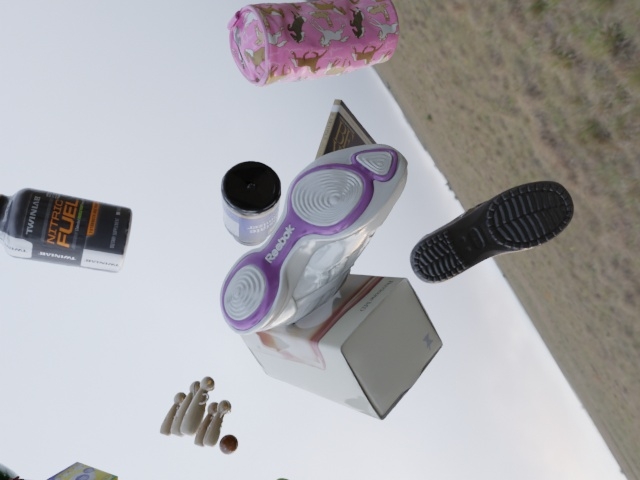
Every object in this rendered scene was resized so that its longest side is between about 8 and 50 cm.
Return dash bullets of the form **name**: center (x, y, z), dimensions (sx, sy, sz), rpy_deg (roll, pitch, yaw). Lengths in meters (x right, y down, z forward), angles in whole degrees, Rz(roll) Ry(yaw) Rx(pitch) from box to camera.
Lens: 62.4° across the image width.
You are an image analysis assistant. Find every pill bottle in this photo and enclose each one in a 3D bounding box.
- **pill bottle**: center (-0.151, -0.069, 1.142), dimensions (0.123, 0.122, 0.219), rpy_deg (64, 164, 17)
- **pill bottle**: center (-0.482, -0.021, 0.966), dimensions (0.245, 0.130, 0.130), rpy_deg (11, -141, -23)

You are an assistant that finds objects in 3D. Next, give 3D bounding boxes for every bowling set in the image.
- **bowling set**: center (-0.308, 0.489, 1.467), dimensions (0.200, 0.287, 0.154), rpy_deg (32, -121, -21)

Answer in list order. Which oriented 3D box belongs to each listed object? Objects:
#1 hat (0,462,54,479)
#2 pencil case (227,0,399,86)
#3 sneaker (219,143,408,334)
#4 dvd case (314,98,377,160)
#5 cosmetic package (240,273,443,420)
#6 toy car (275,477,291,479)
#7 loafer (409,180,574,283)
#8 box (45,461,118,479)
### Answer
- **hat**: center (-0.270, 0.198, 0.452), dimensions (0.183, 0.173, 0.208), rpy_deg (-42, -64, -55)
- **pencil case**: center (-0.008, -0.451, 1.169), dimensions (0.167, 0.386, 0.160), rpy_deg (45, 143, 32)
- **sneaker**: center (0.000, 0.000, 0.692), dimensions (0.114, 0.305, 0.152), rpy_deg (52, -164, 26)
- **dvd case**: center (0.033, -0.094, 0.878), dimensions (0.164, 0.018, 0.221), rpy_deg (34, -110, -56)
- **cosmetic package**: center (0.012, 0.139, 0.802), dimensions (0.153, 0.296, 0.129), rpy_deg (-41, -67, -30)
- **toy car**: center (-0.018, 0.511, 0.856), dimensions (0.149, 0.155, 0.188), rpy_deg (27, 176, -37)
- **loafer**: center (0.355, -0.029, 1.140), dimensions (0.130, 0.366, 0.134), rpy_deg (-88, -24, -83)
- **box**: center (-0.621, 0.648, 1.396), dimensions (0.105, 0.179, 0.043), rpy_deg (-15, -69, -65)
